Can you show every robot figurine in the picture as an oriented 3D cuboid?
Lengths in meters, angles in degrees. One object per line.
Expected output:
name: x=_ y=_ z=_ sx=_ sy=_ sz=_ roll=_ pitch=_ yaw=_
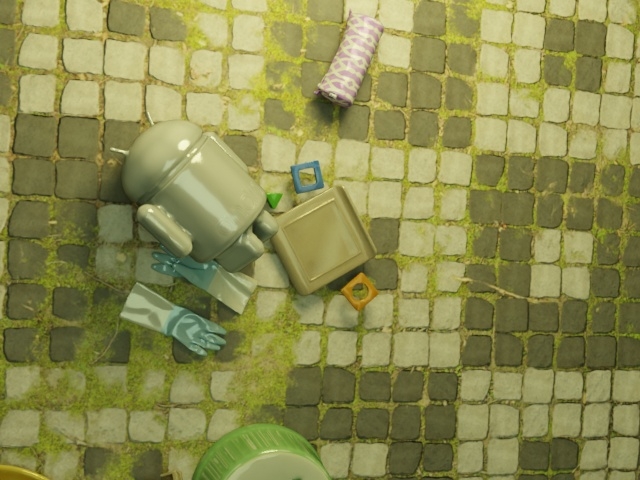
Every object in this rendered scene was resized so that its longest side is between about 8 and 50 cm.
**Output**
robot figurine: x=-0.248 y=-0.097 z=1.801 sx=0.353 sy=0.200 sz=0.300 roll=44 pitch=41 yaw=-14

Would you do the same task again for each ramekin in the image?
ramekin: x=-0.112 y=0.547 z=1.895 sx=0.304 sy=0.148 sz=0.303 roll=-1 pitch=92 yaw=-17

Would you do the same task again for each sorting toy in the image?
sorting toy: x=0.000 y=0.000 z=1.964 sx=0.196 sy=0.047 sz=0.347 roll=-28 pitch=100 yaw=-10

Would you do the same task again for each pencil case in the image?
pencil case: x=0.063 y=-0.386 z=1.951 sx=0.088 sy=0.086 sz=0.206 roll=23 pitch=83 yaw=11

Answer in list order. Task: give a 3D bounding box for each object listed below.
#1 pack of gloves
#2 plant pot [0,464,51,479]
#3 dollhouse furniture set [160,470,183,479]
pack of gloves: x=-0.268 y=0.122 z=1.884 sx=0.232 sy=0.046 sz=0.195 roll=28 pitch=83 yaw=-16
plant pot: x=-0.608 y=0.591 z=1.706 sx=0.254 sy=0.254 sz=0.239 roll=26 pitch=100 yaw=-17
dollhouse furniture set: x=-0.360 y=0.579 z=1.872 sx=0.182 sy=0.101 sz=0.160 roll=-15 pitch=62 yaw=0
